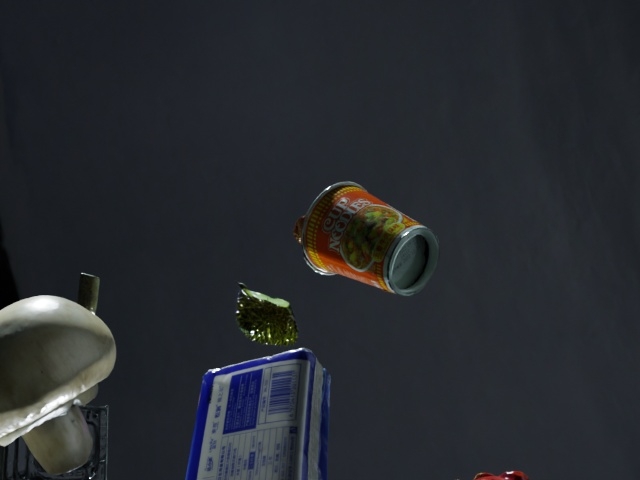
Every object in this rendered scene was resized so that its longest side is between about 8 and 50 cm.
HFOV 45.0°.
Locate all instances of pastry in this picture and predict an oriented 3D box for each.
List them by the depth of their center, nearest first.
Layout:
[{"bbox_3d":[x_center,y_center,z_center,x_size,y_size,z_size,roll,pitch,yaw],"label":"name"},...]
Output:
[{"bbox_3d":[-0.002,0.002,1.769,0.169,0.087,0.063,38,-165,-52],"label":"pastry"}]

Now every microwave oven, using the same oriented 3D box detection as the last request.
[{"bbox_3d":[-0.656,0.489,1.803,0.295,0.181,0.238,20,-116,-54],"label":"microwave oven"}]

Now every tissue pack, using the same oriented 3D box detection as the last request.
[{"bbox_3d":[-0.085,0.316,1.133,0.137,0.209,0.270,50,-149,-41],"label":"tissue pack"}]

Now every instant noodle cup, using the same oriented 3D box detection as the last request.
[{"bbox_3d":[0.100,0.010,1.422,0.212,0.193,0.193,26,139,46],"label":"instant noodle cup"}]

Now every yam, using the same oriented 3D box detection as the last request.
[{"bbox_3d":[-0.475,0.108,1.580,0.043,0.043,0.094,-106,26,-72],"label":"yam"}]

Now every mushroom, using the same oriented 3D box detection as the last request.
[{"bbox_3d":[-0.390,0.207,1.035,0.260,0.254,0.234,-26,93,49],"label":"mushroom"}]

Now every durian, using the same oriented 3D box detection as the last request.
[{"bbox_3d":[-0.132,0.173,1.659,0.220,0.095,0.137,23,131,58],"label":"durian"}]

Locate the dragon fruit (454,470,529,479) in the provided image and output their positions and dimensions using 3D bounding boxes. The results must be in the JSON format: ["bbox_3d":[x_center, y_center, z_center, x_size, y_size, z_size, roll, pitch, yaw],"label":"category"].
[{"bbox_3d":[0.393,0.628,1.706,0.243,0.227,0.307,39,-173,-5],"label":"dragon fruit"}]
